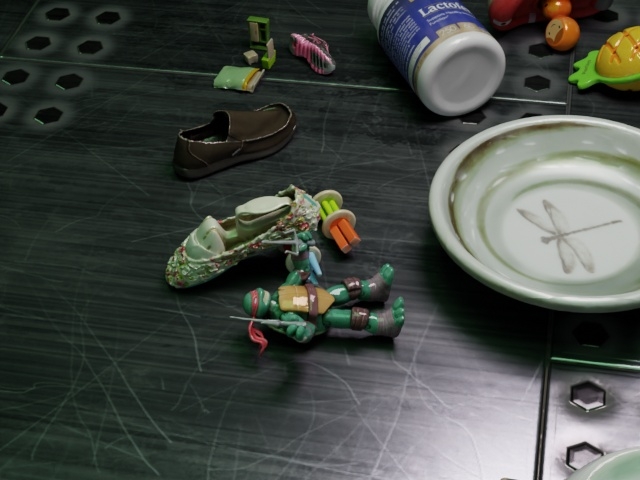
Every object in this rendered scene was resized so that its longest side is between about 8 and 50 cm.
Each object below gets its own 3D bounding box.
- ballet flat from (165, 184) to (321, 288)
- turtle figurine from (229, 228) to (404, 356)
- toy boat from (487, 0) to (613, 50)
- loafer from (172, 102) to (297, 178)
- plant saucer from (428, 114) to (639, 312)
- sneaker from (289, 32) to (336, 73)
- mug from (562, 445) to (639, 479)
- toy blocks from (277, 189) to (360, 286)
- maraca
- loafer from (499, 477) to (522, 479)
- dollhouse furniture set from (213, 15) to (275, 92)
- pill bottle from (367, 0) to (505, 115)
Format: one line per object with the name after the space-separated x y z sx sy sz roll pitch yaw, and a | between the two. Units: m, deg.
-0.117 -0.014 1.656 0.241 0.077 0.091 -25 48 2 | ballet flat
-0.014 0.075 1.573 0.234 0.118 0.175 3 56 -16 | turtle figurine
0.408 -0.400 2.072 0.231 0.151 0.151 -7 72 -4 | toy boat
-0.131 -0.168 1.871 0.220 0.078 0.080 -27 48 -24 | loafer
0.351 -0.021 1.667 0.401 0.100 0.400 -2 43 2 | plant saucer
-0.003 -0.330 2.071 0.057 0.047 0.119 -18 44 -32 | sneaker
0.248 0.353 1.095 0.374 0.328 0.276 1 42 5 | mug
0.000 0.000 1.698 0.123 0.054 0.148 -16 44 -13 | toy blocks
0.500 -0.295 1.965 0.186 0.099 0.127 -9 33 34 | maraca
0.263 0.294 1.372 0.125 0.045 0.039 4 36 12 | loafer
-0.125 -0.320 2.052 0.076 0.058 0.151 11 44 16 | dollhouse furniture set
0.184 -0.336 1.983 0.153 0.153 0.264 -16 44 -14 | pill bottle
